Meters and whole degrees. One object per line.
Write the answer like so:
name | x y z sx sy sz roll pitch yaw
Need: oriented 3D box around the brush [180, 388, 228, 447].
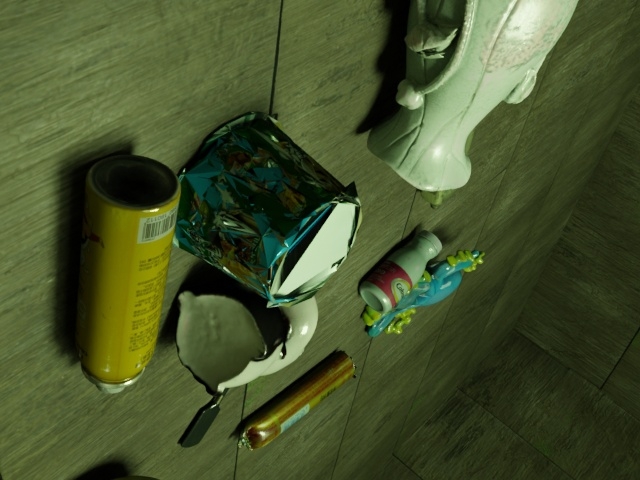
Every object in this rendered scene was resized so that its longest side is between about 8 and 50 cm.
brush | -0.208 0.322 1.478 0.193 0.016 0.063 -56 157 8

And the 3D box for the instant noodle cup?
instant noodle cup | -0.067 -0.032 1.041 0.240 0.178 0.240 -41 154 -25

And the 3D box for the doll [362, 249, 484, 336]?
doll | 0.248 0.122 1.952 0.346 0.098 0.341 -46 155 27

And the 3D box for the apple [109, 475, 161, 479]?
apple | -0.317 0.542 1.255 0.292 0.292 0.254 -27 171 -46

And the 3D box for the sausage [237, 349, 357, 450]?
sausage | -0.055 0.377 1.764 0.372 0.082 0.082 -30 148 -41

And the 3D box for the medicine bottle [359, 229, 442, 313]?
medicine bottle | 0.190 0.068 1.767 0.217 0.090 0.090 -43 155 -22

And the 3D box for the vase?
vase | 0.222 -0.287 1.171 0.250 0.250 0.445 -31 153 -41

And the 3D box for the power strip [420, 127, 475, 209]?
power strip | 0.271 -0.208 1.573 0.092 0.066 0.387 -38 150 -35

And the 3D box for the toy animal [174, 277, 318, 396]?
toy animal | -0.103 0.132 1.217 0.187 0.165 0.235 -39 164 27

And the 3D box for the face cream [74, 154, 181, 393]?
face cream | -0.245 0.064 0.938 0.105 0.105 0.348 -29 148 -43
